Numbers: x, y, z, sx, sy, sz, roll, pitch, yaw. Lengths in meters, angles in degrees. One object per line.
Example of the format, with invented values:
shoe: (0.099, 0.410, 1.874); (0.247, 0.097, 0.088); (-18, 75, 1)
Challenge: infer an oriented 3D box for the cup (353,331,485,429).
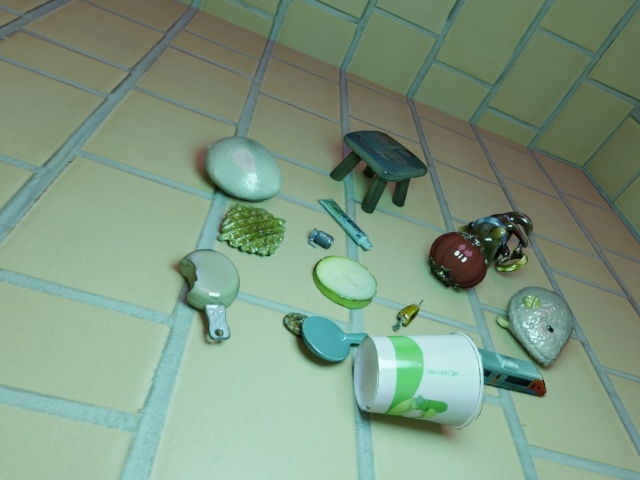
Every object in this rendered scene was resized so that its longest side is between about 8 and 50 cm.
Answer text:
cup: (0.241, 0.350, 1.266); (0.274, 0.253, 0.253); (9, 39, -14)

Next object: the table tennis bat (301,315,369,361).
table tennis bat: (0.046, 0.273, 1.361); (0.237, 0.038, 0.149); (10, 37, -40)

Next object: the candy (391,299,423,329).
candy: (0.281, 0.240, 1.578); (0.047, 0.053, 0.182); (29, 34, 24)

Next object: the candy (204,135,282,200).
candy: (-0.269, -0.259, 1.728); (0.296, 0.185, 0.295); (21, 31, -13)

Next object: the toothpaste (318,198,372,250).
toothpaste: (0.097, -0.070, 1.853); (0.075, 0.048, 0.296); (-9, 46, -39)

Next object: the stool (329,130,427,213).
stool: (0.240, -0.294, 2.070); (0.311, 0.226, 0.310); (-12, 50, -43)

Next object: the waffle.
waffle: (-0.218, -0.036, 1.591); (0.208, 0.054, 0.214); (23, 41, -12)

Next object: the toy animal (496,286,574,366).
toy animal: (0.789, 0.272, 1.755); (0.226, 0.188, 0.358); (41, 37, 9)

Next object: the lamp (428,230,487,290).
lamp: (0.513, 0.069, 1.801); (0.227, 0.226, 0.226); (18, 37, -14)

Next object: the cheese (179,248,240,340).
cheese: (-0.289, 0.144, 1.300); (0.163, 0.082, 0.286); (7, 41, -25)

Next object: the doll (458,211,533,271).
doll: (0.749, -0.004, 2.092); (0.318, 0.208, 0.340); (10, 21, 35)

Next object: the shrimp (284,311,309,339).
shrimp: (-0.028, 0.254, 1.373); (0.161, 0.034, 0.091); (39, 36, 17)

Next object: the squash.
squash: (0.080, 0.131, 1.599); (0.220, 0.041, 0.219); (15, 34, -11)

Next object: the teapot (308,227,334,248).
teapot: (0.001, -0.001, 1.707); (0.083, 0.063, 0.049); (28, 4, 5)

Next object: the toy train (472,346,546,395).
toy train: (0.542, 0.397, 1.525); (0.410, 0.089, 0.086); (16, 32, -15)
